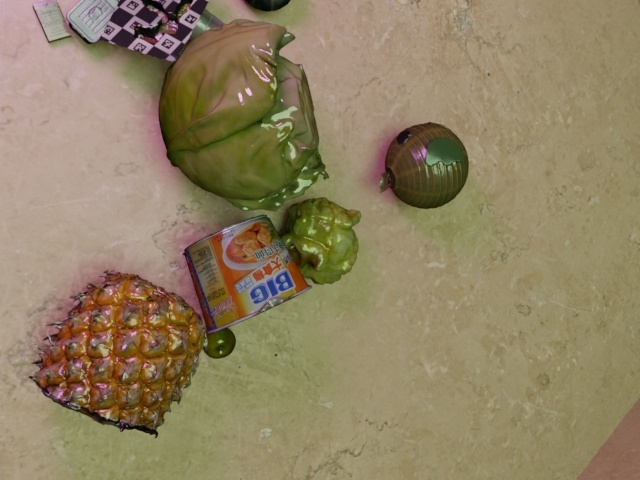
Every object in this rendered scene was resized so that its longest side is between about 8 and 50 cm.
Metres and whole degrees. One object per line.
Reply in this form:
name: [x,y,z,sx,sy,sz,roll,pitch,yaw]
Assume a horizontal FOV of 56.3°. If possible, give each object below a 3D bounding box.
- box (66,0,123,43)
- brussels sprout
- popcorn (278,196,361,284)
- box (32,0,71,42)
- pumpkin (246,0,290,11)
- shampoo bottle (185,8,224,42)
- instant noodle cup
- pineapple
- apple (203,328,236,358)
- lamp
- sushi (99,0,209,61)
box: [-0.510,-0.504,1.351,0.084,0.069,0.122,45,75,-22]
brussels sprout: [-0.193,-0.271,1.379,0.360,0.343,0.426,-11,121,9]
popcorn: [0.000,0.000,1.607,0.254,0.195,0.256,-30,127,-16]
box: [-0.598,-0.490,1.332,0.053,0.024,0.083,-27,109,-23]
pumpkin: [-0.136,-0.662,1.497,0.167,0.125,0.167,-7,105,-27]
shampoo bottle: [-0.247,-0.487,1.478,0.303,0.092,0.092,35,79,-26]
instant noodle cup: [-0.192,0.078,1.467,0.296,0.296,0.214,-24,88,-23]
pineapple: [-0.435,0.235,1.329,0.352,0.352,0.300,32,74,-27]
apple: [-0.266,0.267,1.560,0.089,0.074,0.090,-8,117,-15]
lamp: [0.280,-0.203,1.708,0.284,0.250,0.250,-22,105,-16]
sushi: [-0.357,-0.519,1.362,0.192,0.043,0.280,16,66,1]
